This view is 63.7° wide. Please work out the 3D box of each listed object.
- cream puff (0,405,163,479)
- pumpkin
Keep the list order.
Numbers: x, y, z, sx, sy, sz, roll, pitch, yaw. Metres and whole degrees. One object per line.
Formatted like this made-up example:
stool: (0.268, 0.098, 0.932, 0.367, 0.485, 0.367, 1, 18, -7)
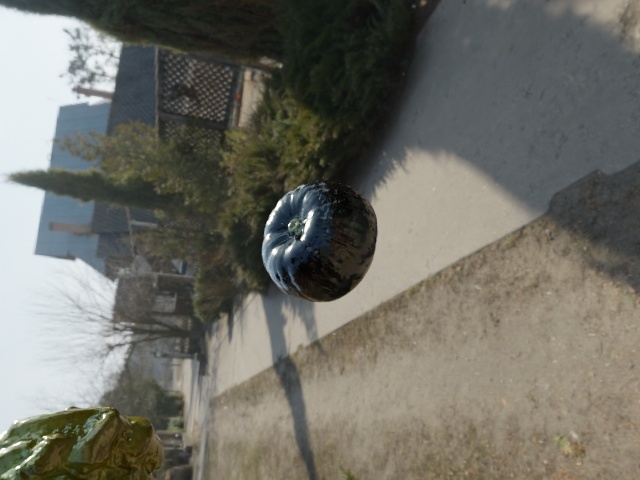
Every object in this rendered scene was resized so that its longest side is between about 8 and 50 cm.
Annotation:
cream puff: (-0.264, 0.289, 0.572, 0.221, 0.194, 0.195, 54, -153, -52)
pumpkin: (0.000, 0.000, 0.957, 0.233, 0.163, 0.233, -20, 57, 33)
